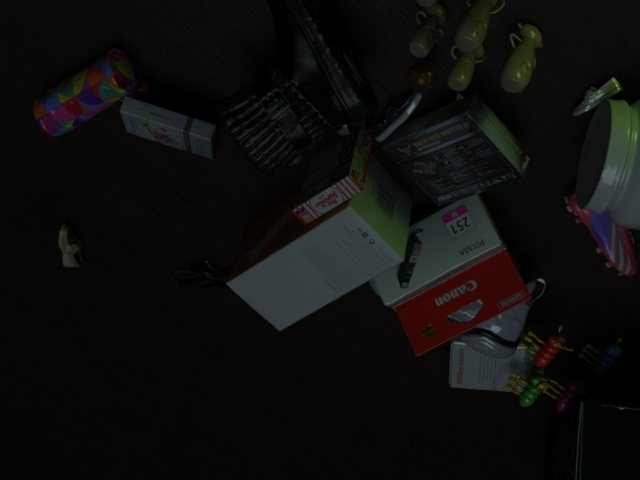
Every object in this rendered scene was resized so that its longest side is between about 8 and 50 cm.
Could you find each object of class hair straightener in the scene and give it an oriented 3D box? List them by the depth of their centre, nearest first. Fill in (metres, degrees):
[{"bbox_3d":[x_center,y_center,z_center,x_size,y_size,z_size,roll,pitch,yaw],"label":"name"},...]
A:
[{"bbox_3d":[-0.252,0.075,2.067,0.230,0.047,0.089,-6,127,22],"label":"hair straightener"}]

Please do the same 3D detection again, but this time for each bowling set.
[{"bbox_3d":[0.229,-0.364,1.563,0.287,0.154,0.200,41,144,-22],"label":"bowling set"}]

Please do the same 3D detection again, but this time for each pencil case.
[{"bbox_3d":[-0.463,-0.291,1.772,0.236,0.104,0.104,-20,122,27],"label":"pencil case"}]

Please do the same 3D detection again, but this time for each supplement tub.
[{"bbox_3d":[0.650,-0.123,1.583,0.331,0.241,0.241,11,130,2],"label":"supplement tub"}]

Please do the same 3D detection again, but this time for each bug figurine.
[{"bbox_3d":[0.542,0.288,1.962,0.279,0.072,0.216,13,118,-33],"label":"bug figurine"}]

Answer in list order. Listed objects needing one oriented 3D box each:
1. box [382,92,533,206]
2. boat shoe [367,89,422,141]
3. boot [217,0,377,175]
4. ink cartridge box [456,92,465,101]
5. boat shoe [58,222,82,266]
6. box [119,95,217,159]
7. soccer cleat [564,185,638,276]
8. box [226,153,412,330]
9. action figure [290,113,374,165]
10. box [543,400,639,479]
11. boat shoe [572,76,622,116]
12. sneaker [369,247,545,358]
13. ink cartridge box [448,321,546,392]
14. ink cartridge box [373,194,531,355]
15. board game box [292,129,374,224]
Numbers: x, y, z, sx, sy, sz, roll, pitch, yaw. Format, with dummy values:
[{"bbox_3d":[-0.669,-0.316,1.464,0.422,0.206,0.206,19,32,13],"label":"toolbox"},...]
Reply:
[{"bbox_3d":[0.260,-0.167,1.700,0.183,0.056,0.231,43,145,-21],"label":"box"},{"bbox_3d":[0.141,-0.245,1.715,0.040,0.049,0.142,33,130,-15],"label":"boat shoe"},{"bbox_3d":[-0.083,-0.312,1.589,0.260,0.131,0.348,-25,93,26],"label":"boot"},{"bbox_3d":[0.278,-0.238,1.692,0.083,0.048,0.028,40,126,-19],"label":"ink cartridge box"},{"bbox_3d":[-0.582,0.011,2.076,0.045,0.050,0.135,8,140,1],"label":"boat shoe"},{"bbox_3d":[-0.301,-0.224,1.779,0.186,0.038,0.145,19,169,-3],"label":"box"},{"bbox_3d":[0.588,-0.024,1.785,0.095,0.083,0.248,-32,114,26],"label":"soccer cleat"},{"bbox_3d":[0.000,0.000,1.836,0.345,0.215,0.168,-32,116,31],"label":"box"},{"bbox_3d":[-0.046,-0.232,1.738,0.285,0.099,0.185,-8,134,24],"label":"action figure"},{"bbox_3d":[0.760,0.538,1.934,0.479,0.297,0.472,5,163,7],"label":"box"},{"bbox_3d":[0.505,-0.266,1.636,0.100,0.035,0.035,-33,89,36],"label":"boat shoe"},{"bbox_3d":[0.295,0.088,1.905,0.365,0.137,0.210,28,116,3],"label":"sneaker"},{"bbox_3d":[0.405,0.265,2.047,0.212,0.093,0.154,2,128,7],"label":"ink cartridge box"},{"bbox_3d":[0.253,0.070,1.809,0.275,0.239,0.060,-30,159,16],"label":"ink cartridge box"},{"bbox_3d":[0.027,-0.134,1.734,0.146,0.193,0.045,-30,117,31],"label":"board game box"}]
